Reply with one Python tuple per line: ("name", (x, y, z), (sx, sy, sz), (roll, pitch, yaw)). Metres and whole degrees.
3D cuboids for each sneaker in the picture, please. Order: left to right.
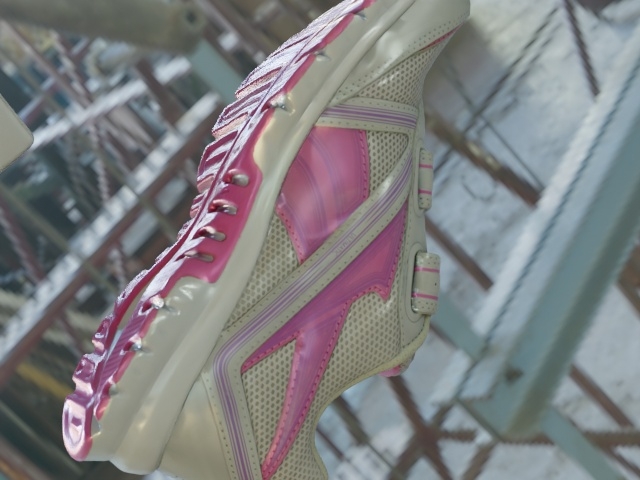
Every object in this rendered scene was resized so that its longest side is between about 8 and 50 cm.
("sneaker", (0.000, 0.000, 0.633), (0.252, 0.111, 0.103), (-60, 15, -9))

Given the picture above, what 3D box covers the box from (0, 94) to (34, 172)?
("box", (-0.199, -0.022, 0.485), (0.170, 0.091, 0.130), (-42, 30, -13))
